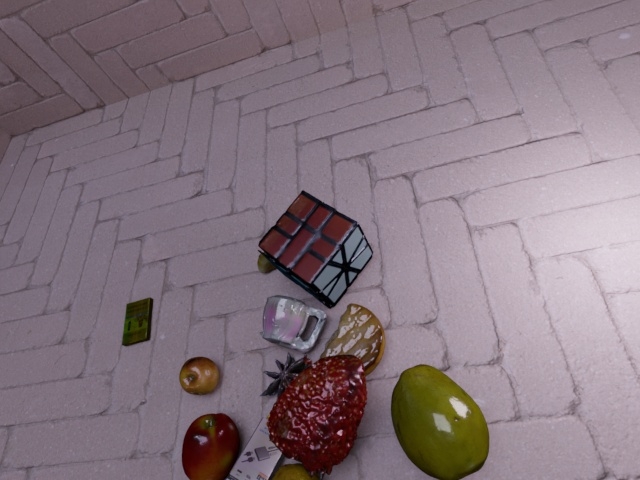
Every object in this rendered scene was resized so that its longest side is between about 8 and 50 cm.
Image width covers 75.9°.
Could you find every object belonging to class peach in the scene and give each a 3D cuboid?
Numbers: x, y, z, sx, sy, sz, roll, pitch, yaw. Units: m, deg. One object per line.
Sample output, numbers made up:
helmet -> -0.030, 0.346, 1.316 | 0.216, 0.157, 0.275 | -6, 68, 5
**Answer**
peach -> -0.366, 0.702, 1.377 | 0.190, 0.225, 0.196 | -4, 16, -18

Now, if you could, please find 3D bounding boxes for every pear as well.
pear -> 0.326, 0.508, 1.160 | 0.253, 0.252, 0.307 | -35, 54, -2

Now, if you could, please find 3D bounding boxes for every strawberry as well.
strawberry -> -0.008, 0.499, 1.252 | 0.293, 0.292, 0.342 | 12, 84, 26

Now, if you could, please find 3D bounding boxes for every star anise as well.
star anise -> -0.112, 0.488, 1.442 | 0.181, 0.061, 0.204 | 19, 64, 41

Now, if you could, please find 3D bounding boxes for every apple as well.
apple -> -0.453, 0.500, 1.522 | 0.147, 0.146, 0.146 | -9, 59, 15

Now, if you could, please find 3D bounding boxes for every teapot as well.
teapot -> -0.112, 0.312, 1.513 | 0.163, 0.222, 0.177 | -26, 46, 62

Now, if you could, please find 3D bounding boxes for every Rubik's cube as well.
Rubik's cube -> -0.012, 0.039, 1.523 | 0.284, 0.288, 0.293 | 36, 79, 29

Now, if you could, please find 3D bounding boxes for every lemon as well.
lemon -> -0.068, 0.763, 1.210 | 0.170, 0.170, 0.207 | -26, 52, 5

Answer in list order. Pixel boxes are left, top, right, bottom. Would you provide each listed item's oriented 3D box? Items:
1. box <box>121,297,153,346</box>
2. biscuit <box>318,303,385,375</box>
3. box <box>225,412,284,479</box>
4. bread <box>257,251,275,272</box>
box -> -0.797, 0.353, 1.791 | 0.122, 0.030, 0.192 | -16, 58, 11
biscuit -> 0.112, 0.368, 1.414 | 0.213, 0.091, 0.274 | 29, 73, 34
box -> -0.188, 0.695, 1.336 | 0.129, 0.033, 0.247 | 15, 54, 27
bread -> -0.200, 0.068, 1.702 | 0.157, 0.094, 0.082 | -34, 60, 9
